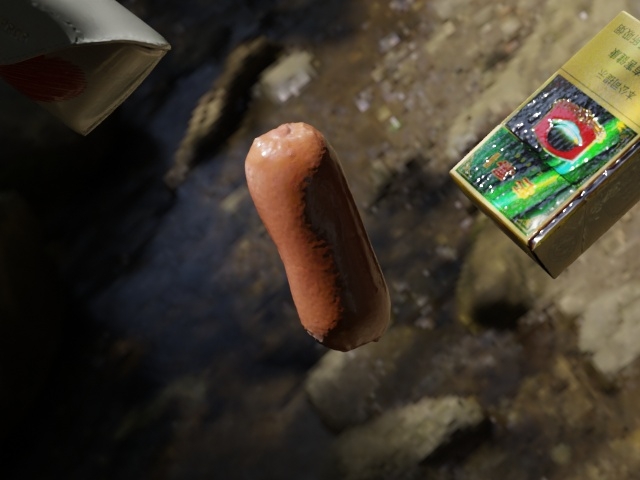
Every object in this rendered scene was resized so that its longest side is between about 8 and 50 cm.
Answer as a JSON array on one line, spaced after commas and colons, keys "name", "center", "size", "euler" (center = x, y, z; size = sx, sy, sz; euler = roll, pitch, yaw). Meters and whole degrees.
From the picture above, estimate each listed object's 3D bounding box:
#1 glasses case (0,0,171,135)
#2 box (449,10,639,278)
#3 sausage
[{"name": "glasses case", "center": [-0.284, -0.204, 1.329], "size": [0.128, 0.308, 0.083], "euler": [-52, 14, 20]}, {"name": "box", "center": [0.260, -0.093, 1.501], "size": [0.240, 0.071, 0.159], "euler": [-43, 42, 1]}, {"name": "sausage", "center": [0.000, 0.000, 1.245], "size": [0.077, 0.194, 0.077], "euler": [-20, 13, 5]}]
